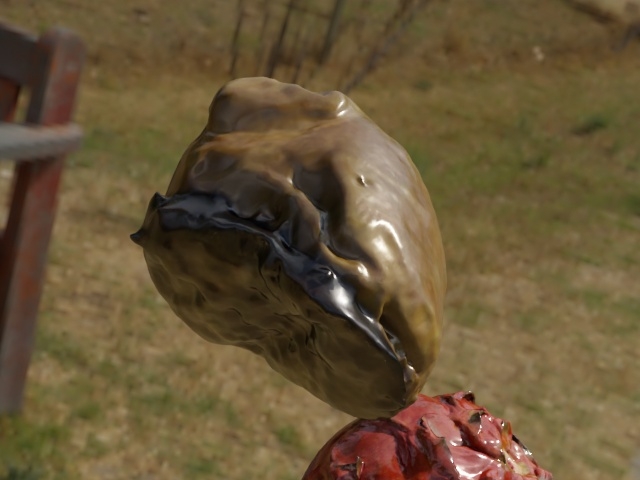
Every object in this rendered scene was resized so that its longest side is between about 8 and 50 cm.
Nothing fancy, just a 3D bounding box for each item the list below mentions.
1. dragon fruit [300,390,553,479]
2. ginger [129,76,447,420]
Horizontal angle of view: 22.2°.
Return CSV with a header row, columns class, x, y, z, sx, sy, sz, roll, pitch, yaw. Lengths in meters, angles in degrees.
class,x,y,z,sx,sy,sz,roll,pitch,yaw
dragon fruit,0.092,0.260,1.500,0.241,0.252,0.241,18,9,-3
ginger,0.001,0.003,1.258,0.269,0.200,0.223,19,54,28
